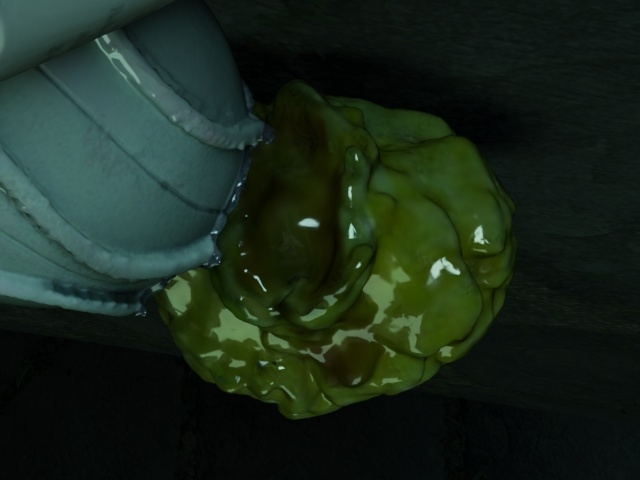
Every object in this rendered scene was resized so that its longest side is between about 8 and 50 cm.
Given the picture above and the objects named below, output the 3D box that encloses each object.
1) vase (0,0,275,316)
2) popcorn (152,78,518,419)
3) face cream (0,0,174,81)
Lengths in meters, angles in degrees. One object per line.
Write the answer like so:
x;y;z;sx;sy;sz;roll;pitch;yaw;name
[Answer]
-0.225;-0.121;0.803;0.250;0.250;0.445;4;163;32;vase
0.000;0.000;1.153;0.270;0.224;0.258;25;148;-19;popcorn
-0.088;-0.128;0.697;0.314;0.089;0.143;-21;-171;-39;face cream
